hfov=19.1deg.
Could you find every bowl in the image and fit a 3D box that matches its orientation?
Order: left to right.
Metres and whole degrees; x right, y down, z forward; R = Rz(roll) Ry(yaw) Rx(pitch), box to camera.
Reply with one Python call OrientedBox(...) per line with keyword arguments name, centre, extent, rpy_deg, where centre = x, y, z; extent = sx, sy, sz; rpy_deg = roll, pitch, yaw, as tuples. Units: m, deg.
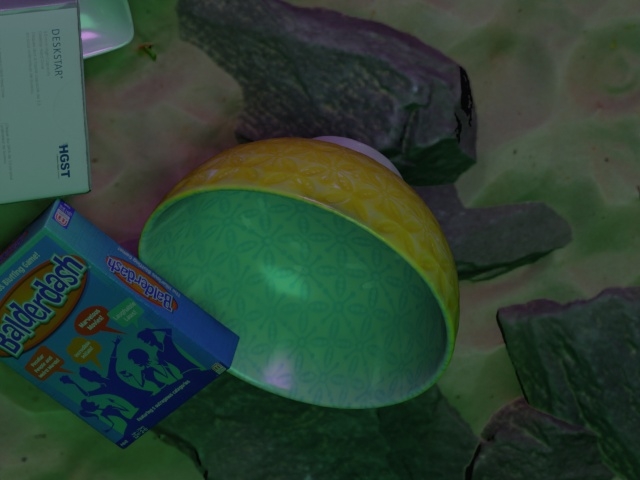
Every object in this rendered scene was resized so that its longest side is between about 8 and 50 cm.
OrientedBox(name="bowl", centre=(0.000, 0.000, 1.685), extent=(0.289, 0.289, 0.156), rpy_deg=(38, 51, -18))

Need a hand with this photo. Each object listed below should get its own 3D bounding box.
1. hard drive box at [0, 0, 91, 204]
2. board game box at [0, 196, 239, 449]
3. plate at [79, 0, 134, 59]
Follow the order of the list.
OrientedBox(name="hard drive box", centre=(-0.317, -0.120, 1.594), extent=(0.232, 0.089, 0.181), rpy_deg=(-7, 120, -14))
OrientedBox(name="board game box", centre=(-0.203, 0.078, 1.690), extent=(0.210, 0.047, 0.160), rpy_deg=(39, 126, -18))
OrientedBox(name="plate", centre=(-0.321, -0.254, 1.598), extent=(0.277, 0.045, 0.278), rpy_deg=(-18, 122, -8))
